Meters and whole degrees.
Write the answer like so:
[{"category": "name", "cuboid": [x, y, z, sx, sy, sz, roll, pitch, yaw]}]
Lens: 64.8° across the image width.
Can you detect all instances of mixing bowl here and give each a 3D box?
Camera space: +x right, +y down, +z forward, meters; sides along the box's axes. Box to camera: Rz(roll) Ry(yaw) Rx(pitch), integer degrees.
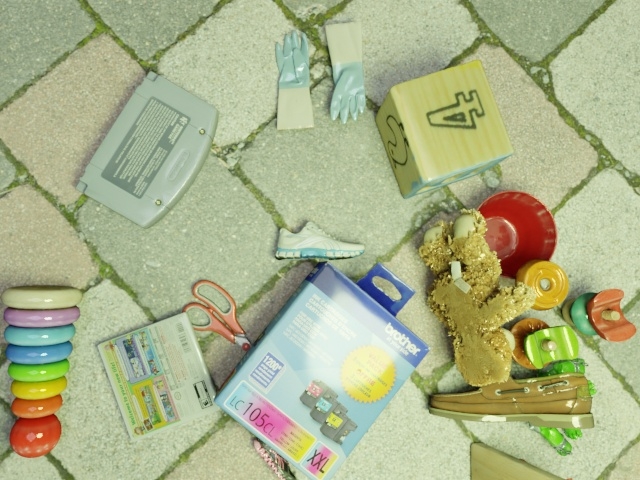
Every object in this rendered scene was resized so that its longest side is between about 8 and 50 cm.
[{"category": "mixing bowl", "cuboid": [0.389, -0.008, 1.067, 0.181, 0.098, 0.182, 0, 84, -3]}]

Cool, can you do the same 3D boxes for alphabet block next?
[{"category": "alphabet block", "cuboid": [0.244, -0.219, 1.032, 0.193, 0.192, 0.197, -19, 86, -6]}]

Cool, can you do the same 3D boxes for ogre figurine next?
[{"category": "ogre figurine", "cuboid": [0.492, 0.338, 1.050, 0.118, 0.097, 0.197, 18, 100, -19]}]

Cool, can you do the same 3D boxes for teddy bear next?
[{"category": "teddy bear", "cuboid": [0.300, 0.105, 0.988, 0.113, 0.245, 0.338, -5, 61, -39]}]

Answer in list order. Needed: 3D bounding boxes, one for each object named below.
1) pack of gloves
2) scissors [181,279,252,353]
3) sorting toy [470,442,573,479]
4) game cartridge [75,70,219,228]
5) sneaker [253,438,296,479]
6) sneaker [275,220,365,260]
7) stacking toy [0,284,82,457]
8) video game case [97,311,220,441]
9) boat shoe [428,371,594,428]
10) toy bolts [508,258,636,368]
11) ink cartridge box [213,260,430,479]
[{"category": "pack of gloves", "cuboid": [0.000, -0.355, 1.114, 0.195, 0.046, 0.232, -3, 82, 8]}, {"category": "scissors", "cuboid": [-0.161, 0.202, 1.058, 0.297, 0.021, 0.109, 37, 84, 1]}, {"category": "sorting toy", "cuboid": [0.405, 0.545, 0.953, 0.089, 0.257, 0.256, 1, 85, -21]}, {"category": "game cartridge", "cuboid": [-0.352, -0.185, 1.066, 0.198, 0.062, 0.297, 31, 84, -4]}, {"category": "sneaker", "cuboid": [-0.083, 0.443, 1.034, 0.057, 0.047, 0.119, -39, 89, -17]}, {"category": "sneaker", "cuboid": [0.000, 0.000, 1.062, 0.190, 0.071, 0.083, 1, 79, -3]}, {"category": "stacking toy", "cuboid": [-0.548, 0.257, 0.982, 0.141, 0.141, 0.330, 2, 89, -3]}, {"category": "video game case", "cuboid": [-0.329, 0.278, 1.033, 0.193, 0.023, 0.212, -20, 89, -1]}, {"category": "boat shoe", "cuboid": [0.368, 0.308, 1.001, 0.307, 0.110, 0.105, -6, 75, 25]}, {"category": "toy bolts", "cuboid": [0.481, 0.140, 1.030, 0.228, 0.158, 0.218, -10, 85, -5]}, {"category": "ink cartridge box", "cuboid": [0.021, 0.225, 0.998, 0.270, 0.151, 0.395, 39, 82, -4]}]
